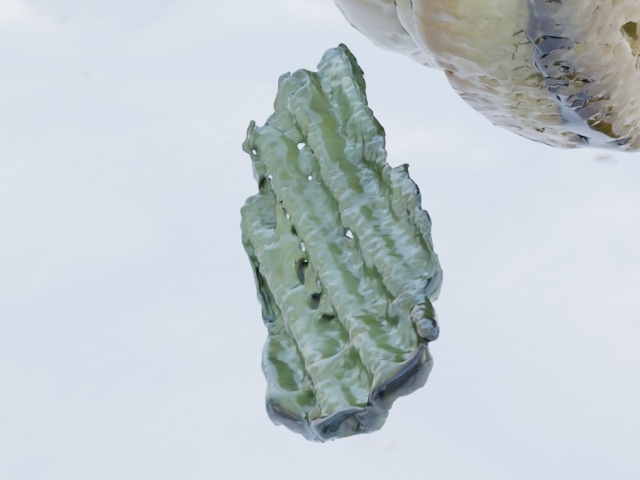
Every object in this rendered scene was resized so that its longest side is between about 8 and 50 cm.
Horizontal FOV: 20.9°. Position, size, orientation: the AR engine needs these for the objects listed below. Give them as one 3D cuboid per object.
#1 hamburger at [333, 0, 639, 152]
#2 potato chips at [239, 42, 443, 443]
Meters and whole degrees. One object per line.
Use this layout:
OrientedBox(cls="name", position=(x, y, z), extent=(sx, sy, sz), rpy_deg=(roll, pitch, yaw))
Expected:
OrientedBox(cls="hamburger", position=(0.117, -0.202, 0.771), extent=(0.174, 0.284, 0.304), rpy_deg=(24, 70, 32))
OrientedBox(cls="potato chips", position=(0.000, 0.000, 0.638), extent=(0.092, 0.028, 0.207), rpy_deg=(-46, 33, 19))
